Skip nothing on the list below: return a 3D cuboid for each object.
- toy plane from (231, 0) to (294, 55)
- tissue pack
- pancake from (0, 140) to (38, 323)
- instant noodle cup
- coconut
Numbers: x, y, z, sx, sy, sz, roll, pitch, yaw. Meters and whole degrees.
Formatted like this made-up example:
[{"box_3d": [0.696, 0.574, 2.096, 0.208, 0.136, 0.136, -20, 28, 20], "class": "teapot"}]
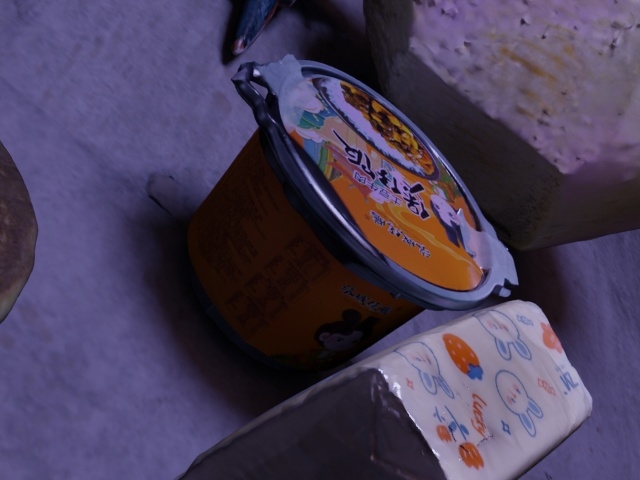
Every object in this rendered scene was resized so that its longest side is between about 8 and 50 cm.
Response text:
[{"box_3d": [-0.029, -0.259, 0.951, 0.223, 0.104, 0.326, 19, 37, -2], "class": "toy plane"}, {"box_3d": [0.039, 0.107, 0.574, 0.196, 0.148, 0.092, -14, 71, -59], "class": "tissue pack"}, {"box_3d": [-0.232, -0.042, 0.481, 0.250, 0.031, 0.250, 35, 32, -26], "class": "pancake"}, {"box_3d": [0.000, 0.000, 0.661, 0.208, 0.125, 0.177, 42, 27, -8], "class": "instant noodle cup"}, {"box_3d": [0.211, -0.156, 0.942, 0.352, 0.352, 0.352, 35, 32, -26], "class": "coconut"}]
